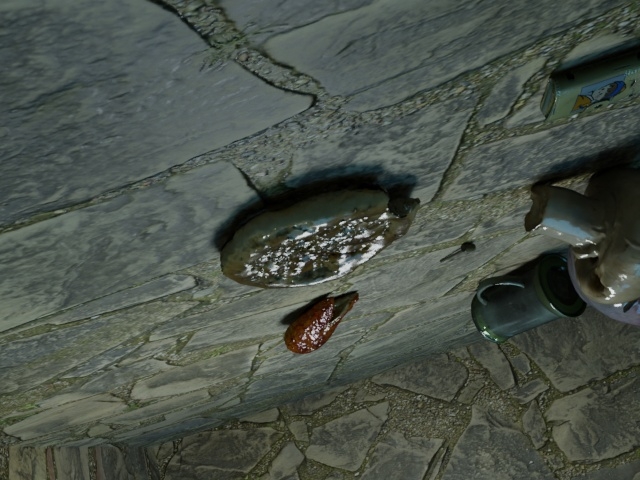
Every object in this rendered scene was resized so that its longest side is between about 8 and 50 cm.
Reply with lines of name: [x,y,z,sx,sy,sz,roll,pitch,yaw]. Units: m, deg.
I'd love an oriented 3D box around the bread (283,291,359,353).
bread: [-0.006,0.225,1.854,0.139,0.095,0.269,-10,158,-42]

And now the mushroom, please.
mushroom: [0.563,-0.016,1.437,0.289,0.293,0.292,8,160,0]

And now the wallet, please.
wallet: [0.405,-0.223,1.024,0.155,0.039,0.110,-17,160,2]

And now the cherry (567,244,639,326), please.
cherry: [0.769,0.062,1.778,0.326,0.335,0.291,40,85,-29]

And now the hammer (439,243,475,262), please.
hammer: [0.333,0.033,1.734,0.035,0.019,0.110,-3,162,-36]

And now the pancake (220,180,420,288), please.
pancake: [0.000,-0.001,1.248,0.382,0.071,0.382,-15,162,-5]

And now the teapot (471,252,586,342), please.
teapot: [0.603,0.184,2.164,0.270,0.201,0.337,22,146,-23]
